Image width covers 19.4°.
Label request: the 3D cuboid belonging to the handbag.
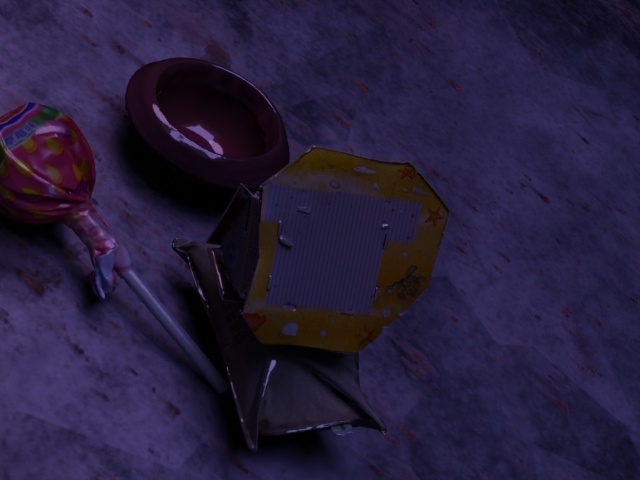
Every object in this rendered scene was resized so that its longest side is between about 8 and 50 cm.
[{"bbox_3d":[-0.037,0.102,1.970,0.183,0.117,0.270,-5,54,-24],"label":"handbag"}]

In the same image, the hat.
[{"bbox_3d":[-0.131,-0.120,2.118,0.205,0.089,0.205,19,41,-18],"label":"hat"}]

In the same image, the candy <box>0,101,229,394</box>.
[{"bbox_3d":[-0.215,0.015,1.939,0.365,0.124,0.124,51,40,-4],"label":"candy"}]

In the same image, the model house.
[{"bbox_3d":[0.000,0.000,1.916,0.219,0.207,0.136,4,10,-28],"label":"model house"}]
